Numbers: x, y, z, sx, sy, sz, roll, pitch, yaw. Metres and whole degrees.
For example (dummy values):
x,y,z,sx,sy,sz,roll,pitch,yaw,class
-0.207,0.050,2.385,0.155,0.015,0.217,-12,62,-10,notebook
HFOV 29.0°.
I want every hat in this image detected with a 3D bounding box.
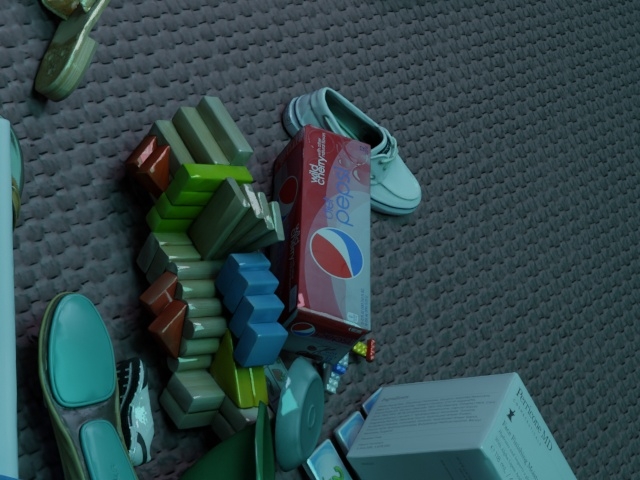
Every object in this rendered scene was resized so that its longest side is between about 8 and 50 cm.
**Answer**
x,y,z,sx,sy,sz,roll,pitch,yaw,class
-0.137,0.249,1.146,0.208,0.183,0.173,-92,178,-65,hat

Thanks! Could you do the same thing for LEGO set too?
x,y,z,sx,sy,sz,roll,pitch,yaw,class
0.018,0.159,1.386,0.182,0.060,0.244,-34,97,-51,LEGO set

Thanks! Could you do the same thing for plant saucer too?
x,y,z,sx,sy,sz,roll,pitch,yaw,class
-0.018,0.180,1.278,0.119,0.021,0.119,6,90,-74,plant saucer

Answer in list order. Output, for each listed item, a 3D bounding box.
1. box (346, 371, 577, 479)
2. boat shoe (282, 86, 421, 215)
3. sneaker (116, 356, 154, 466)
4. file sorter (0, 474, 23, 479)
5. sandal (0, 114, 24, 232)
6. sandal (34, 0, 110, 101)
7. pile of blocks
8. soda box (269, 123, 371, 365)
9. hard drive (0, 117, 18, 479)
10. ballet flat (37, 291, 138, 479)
x,y,z,sx,sy,sz,roll,pitch,yaw,class
0.160,0.255,1.371,0.181,0.182,0.119,58,42,-24,box
0.056,-0.105,1.523,0.226,0.075,0.083,32,53,-31,boat shoe
-0.182,0.168,1.201,0.043,0.040,0.109,33,54,-51,sneaker
-0.220,0.277,1.011,0.170,0.118,0.104,54,51,-46,file sorter
-0.315,-0.028,1.132,0.090,0.060,0.219,31,53,-32,sandal
-0.259,-0.262,1.272,0.079,0.088,0.240,35,56,-37,sandal
-0.120,0.030,1.236,0.112,0.149,0.362,-2,74,-45,pile of blocks
0.000,0.000,1.374,0.092,0.083,0.263,18,50,-20,soda box
-0.342,0.063,0.995,0.233,0.047,0.353,6,79,-58,hard drive
-0.223,0.164,1.134,0.080,0.073,0.232,0,66,-40,ballet flat
